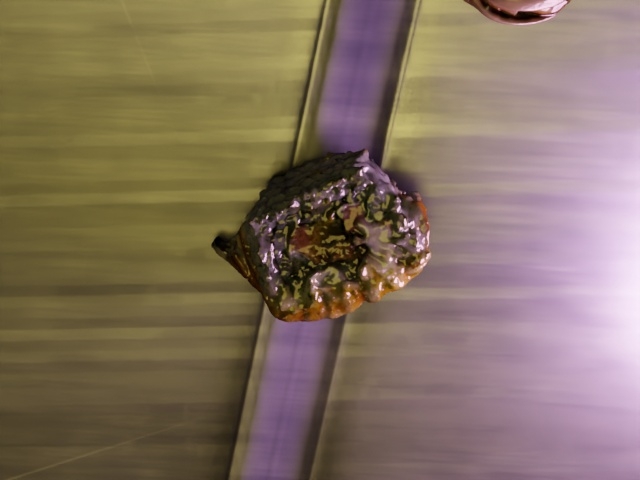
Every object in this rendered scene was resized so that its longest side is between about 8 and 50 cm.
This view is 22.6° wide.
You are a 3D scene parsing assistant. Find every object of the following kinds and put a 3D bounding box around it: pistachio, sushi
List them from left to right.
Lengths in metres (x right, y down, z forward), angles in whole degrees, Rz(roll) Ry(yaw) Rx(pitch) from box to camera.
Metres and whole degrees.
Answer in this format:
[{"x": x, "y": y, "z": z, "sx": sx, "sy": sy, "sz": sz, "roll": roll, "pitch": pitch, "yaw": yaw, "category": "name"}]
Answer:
[{"x": 0.000, "y": 0.000, "z": 2.003, "sx": 0.274, "sy": 0.139, "sz": 0.184, "roll": -22, "pitch": 103, "yaw": 4, "category": "sushi"}, {"x": 0.231, "y": -0.311, "z": 1.914, "sx": 0.149, "sy": 0.113, "sz": 0.113, "roll": 10, "pitch": 109, "yaw": -15, "category": "pistachio"}]
